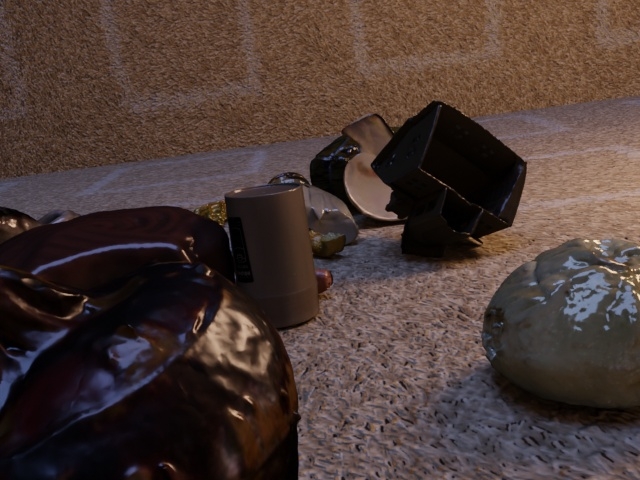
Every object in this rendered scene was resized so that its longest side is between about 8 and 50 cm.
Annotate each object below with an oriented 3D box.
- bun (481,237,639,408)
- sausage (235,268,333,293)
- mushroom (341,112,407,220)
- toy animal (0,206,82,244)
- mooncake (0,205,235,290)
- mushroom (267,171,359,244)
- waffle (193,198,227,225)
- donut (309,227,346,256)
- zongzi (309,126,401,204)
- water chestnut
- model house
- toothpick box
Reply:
[{"bbox_3d":[0.268,0.071,0.729,0.220,0.134,0.220,-3,16,1],"label":"bun"},{"bbox_3d":[-0.071,0.064,1.124,0.186,0.043,0.043,-2,15,21],"label":"sausage"},{"bbox_3d":[0.117,-0.127,1.544,0.162,0.236,0.173,-38,-1,-4],"label":"mushroom"},{"bbox_3d":[-0.627,0.008,1.365,0.344,0.194,0.302,7,25,36],"label":"toy animal"},{"bbox_3d":[-0.290,0.061,0.998,0.325,0.174,0.334,-2,14,13],"label":"mooncake"},{"bbox_3d":[-0.035,-0.059,1.501,0.159,0.122,0.329,27,7,-15],"label":"mushroom"},{"bbox_3d":[-0.202,-0.072,1.723,0.194,0.051,0.149,-19,17,-41],"label":"waffle"},{"bbox_3d":[0.000,0.000,1.309,0.083,0.067,0.038,37,55,22],"label":"donut"},{"bbox_3d":[0.029,-0.176,1.782,0.360,0.160,0.323,7,19,42],"label":"zongzi"},{"bbox_3d":[-0.152,0.119,0.485,0.300,0.300,0.300,-7,14,2],"label":"water chestnut"},{"bbox_3d":[0.183,-0.069,1.273,0.211,0.204,0.243,31,-24,-16],"label":"model house"},{"bbox_3d":[-0.064,0.019,1.018,0.111,0.181,0.111,-7,12,1],"label":"toothpick box"}]
